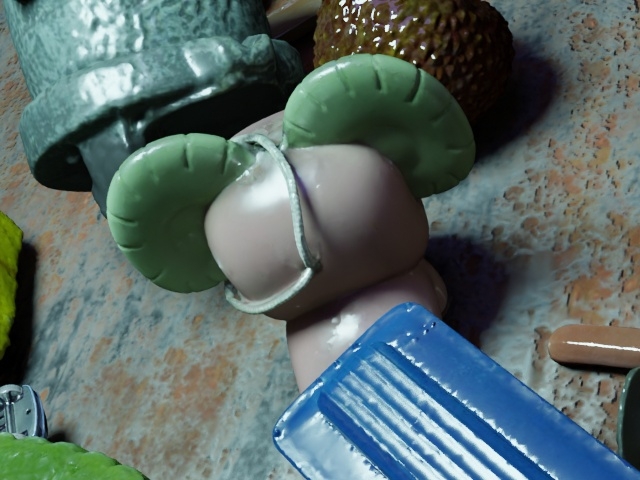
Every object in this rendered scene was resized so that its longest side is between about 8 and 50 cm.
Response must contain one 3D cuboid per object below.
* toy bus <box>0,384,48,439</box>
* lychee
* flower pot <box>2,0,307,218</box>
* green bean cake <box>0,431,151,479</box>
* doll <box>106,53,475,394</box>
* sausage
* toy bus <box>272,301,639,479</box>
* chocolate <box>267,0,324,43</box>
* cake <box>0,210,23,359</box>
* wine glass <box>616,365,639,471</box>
[{"bbox_3d":[-0.311,0.204,1.089,0.167,0.076,0.073,-31,41,8],"label":"toy bus"},{"bbox_3d":[0.081,-0.167,1.095,0.194,0.194,0.194,-18,46,19],"label":"lychee"},{"bbox_3d":[-0.149,-0.155,1.127,0.299,0.299,0.283,-19,81,18],"label":"flower pot"},{"bbox_3d":[-0.231,0.284,0.935,0.222,0.125,0.248,6,54,38],"label":"green bean cake"},{"bbox_3d":[0.000,0.000,0.927,0.284,0.268,0.216,-25,42,13],"label":"doll"},{"bbox_3d":[0.236,0.082,0.878,0.147,0.030,0.035,2,55,34],"label":"sausage"},{"bbox_3d":[0.118,0.185,0.756,0.138,0.175,0.287,-43,43,-9],"label":"toy bus"},{"bbox_3d":[-0.036,-0.234,1.329,0.100,0.031,0.064,-31,31,4],"label":"chocolate"},{"bbox_3d":[-0.412,0.061,1.224,0.179,0.156,0.260,-36,35,23],"label":"cake"},{"bbox_3d":[0.296,0.125,0.766,0.195,0.079,0.079,0,53,34],"label":"wine glass"}]
